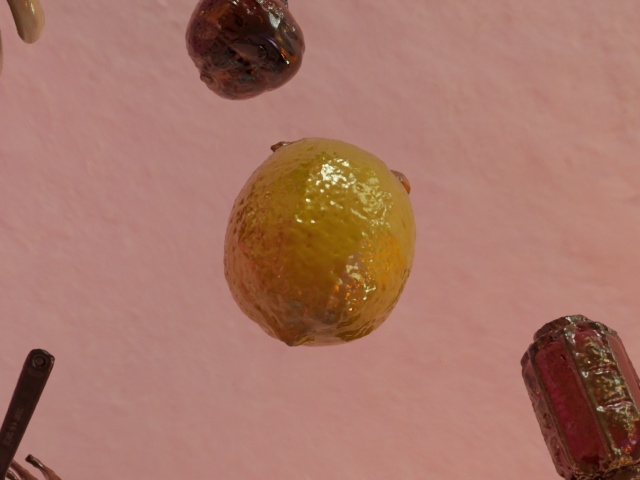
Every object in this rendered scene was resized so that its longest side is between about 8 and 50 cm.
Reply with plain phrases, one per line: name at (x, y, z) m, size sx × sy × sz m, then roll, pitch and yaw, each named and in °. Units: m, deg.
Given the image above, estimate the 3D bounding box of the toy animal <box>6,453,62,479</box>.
toy animal at (-0.412, 0.389, 1.264) m, size 0.230 × 0.224 × 0.066 m, roll 41°, pitch 86°, yaw 22°

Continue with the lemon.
lemon at (-0.002, 0.002, 0.800) m, size 0.180 × 0.180 × 0.193 m, roll 44°, pitch 60°, yaw 2°

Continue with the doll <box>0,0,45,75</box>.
doll at (-0.515, -0.193, 0.976) m, size 0.370 × 0.226 × 0.215 m, roll -47°, pitch 111°, yaw -35°

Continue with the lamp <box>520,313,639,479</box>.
lamp at (0.414, 0.253, 1.354) m, size 0.177 × 0.177 × 0.274 m, roll -10°, pitch 63°, yaw -7°

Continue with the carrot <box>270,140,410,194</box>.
carrot at (0.039, -0.133, 1.693) m, size 0.314 × 0.066 × 0.066 m, roll 14°, pitch 78°, yaw -33°

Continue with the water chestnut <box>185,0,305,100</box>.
water chestnut at (-0.170, -0.460, 2.007) m, size 0.289 × 0.289 × 0.244 m, roll 2°, pitch 44°, yaw -5°

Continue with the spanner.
spanner at (-0.304, 0.200, 0.864) m, size 0.046 × 0.012 × 0.208 m, roll 23°, pitch 98°, yaw -6°
